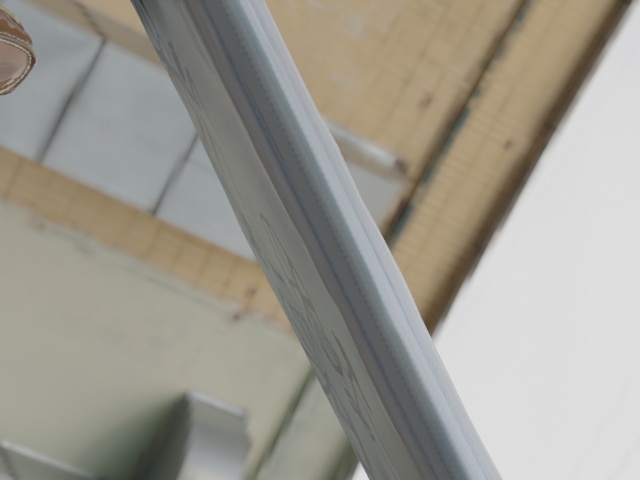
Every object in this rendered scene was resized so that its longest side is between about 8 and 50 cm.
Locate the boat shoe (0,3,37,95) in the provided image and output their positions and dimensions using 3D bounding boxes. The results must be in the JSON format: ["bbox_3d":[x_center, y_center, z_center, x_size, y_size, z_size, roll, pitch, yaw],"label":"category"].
[{"bbox_3d":[-0.352,-0.142,1.497,0.120,0.324,0.122,49,-65,22],"label":"boat shoe"}]

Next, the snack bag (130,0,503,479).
[{"bbox_3d":[0.000,0.000,0.653,0.037,0.323,0.342,-26,-178,-4],"label":"snack bag"}]
